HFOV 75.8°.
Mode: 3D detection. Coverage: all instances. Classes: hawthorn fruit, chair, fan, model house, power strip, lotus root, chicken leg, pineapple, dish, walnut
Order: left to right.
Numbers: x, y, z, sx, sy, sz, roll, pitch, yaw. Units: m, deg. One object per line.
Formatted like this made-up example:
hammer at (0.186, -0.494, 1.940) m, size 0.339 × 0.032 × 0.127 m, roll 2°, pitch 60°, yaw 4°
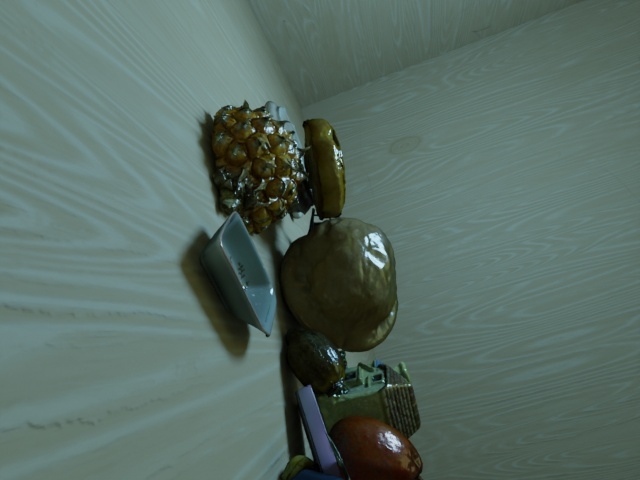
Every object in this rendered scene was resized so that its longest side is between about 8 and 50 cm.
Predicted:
dish at (-0.151, 0.077, 0.771) m, size 0.154 × 0.064 × 0.234 m, roll -89°, pitch 158°, yaw -67°
pineapple at (-0.119, -0.155, 0.979) m, size 0.286 × 0.208 × 0.344 m, roll -93°, pitch 164°, yaw -61°
chicken leg at (-0.024, 0.470, 0.784) m, size 0.093 × 0.070 × 0.178 m, roll 57°, pitch -15°, yaw 38°
lotus root at (-0.016, 0.280, 0.981) m, size 0.209 × 0.120 × 0.120 m, roll 42°, pitch -12°, yaw 37°
chair at (0.000, 0.000, 1.438) m, size 0.229 × 0.113 × 0.106 m, roll 105°, pitch -12°, yaw -52°
power strip at (0.003, 0.440, 0.855) m, size 0.109 × 0.037 × 0.279 m, roll 91°, pitch -20°, yaw -47°
walnut at (0.065, 0.117, 1.200) m, size 0.383 × 0.383 × 0.384 m, roll -18°, pitch 90°, yaw -82°
fan at (0.063, 0.412, 0.647) m, size 0.182 × 0.010 × 0.310 m, roll 65°, pitch -12°, yaw -1°
model house at (0.138, 0.442, 1.222) m, size 0.321 × 0.266 × 0.261 m, roll -66°, pitch 141°, yaw -78°
hawthorn fruit at (0.135, 0.531, 0.972) m, size 0.210 × 0.262 × 0.211 m, roll 4°, pitch 90°, yaw -77°

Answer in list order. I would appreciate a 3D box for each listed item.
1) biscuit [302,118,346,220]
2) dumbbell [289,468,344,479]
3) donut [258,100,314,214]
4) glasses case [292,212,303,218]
biscuit at (0.014, -0.210, 1.214) m, size 0.296 × 0.101 × 0.297 m, roll 171°, pitch -90°, yaw -85°
dumbbell at (0.023, 0.534, 0.663) m, size 0.143 × 0.156 × 0.316 m, roll -45°, pitch 121°, yaw -48°
donut at (-0.132, -0.256, 1.348) m, size 0.382 × 0.142 × 0.383 m, roll -18°, pitch 90°, yaw -82°
glasses case at (-0.097, -0.152, 1.673) m, size 0.204 × 0.051 × 0.081 m, roll -89°, pitch 158°, yaw -66°
